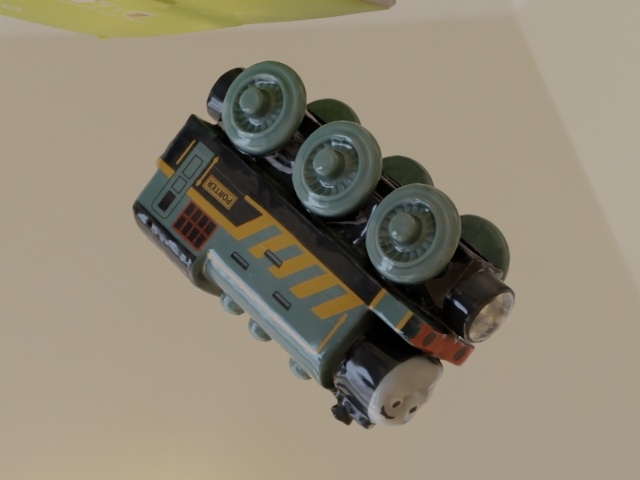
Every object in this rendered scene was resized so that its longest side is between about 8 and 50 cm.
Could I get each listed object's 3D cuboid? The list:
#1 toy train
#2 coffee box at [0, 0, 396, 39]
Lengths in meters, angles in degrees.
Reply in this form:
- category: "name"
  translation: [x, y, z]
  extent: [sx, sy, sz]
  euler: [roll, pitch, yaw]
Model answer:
- category: "toy train"
  translation: [0.000, 0.000, 1.319]
  extent: [0.190, 0.334, 0.142]
  euler: [-53, -31, 8]
- category: "coffee box"
  translation: [-0.161, -0.354, 1.306]
  extent: [0.338, 0.334, 0.337]
  euler: [1, -4, 37]
